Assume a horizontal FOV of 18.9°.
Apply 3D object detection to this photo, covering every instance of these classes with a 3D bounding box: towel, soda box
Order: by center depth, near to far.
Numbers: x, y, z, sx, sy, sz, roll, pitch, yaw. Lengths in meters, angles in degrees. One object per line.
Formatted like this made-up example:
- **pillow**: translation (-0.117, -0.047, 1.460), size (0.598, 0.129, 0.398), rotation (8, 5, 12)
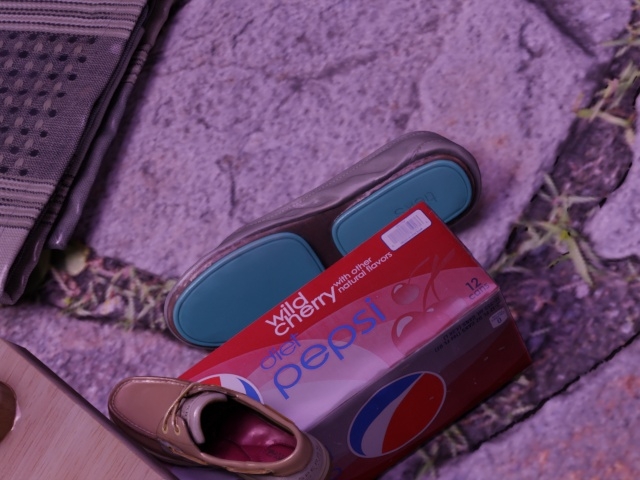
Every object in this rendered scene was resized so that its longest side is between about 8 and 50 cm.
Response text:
- **soda box**: translation (-0.014, 0.099, 1.093), size (0.263, 0.092, 0.083), rotation (-35, 54, -5)
- **towel**: translation (-0.281, -0.082, 1.370), size (0.324, 0.056, 0.312), rotation (5, 55, 27)

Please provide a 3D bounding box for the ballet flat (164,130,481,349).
- **ballet flat**: translation (0.000, 0.000, 1.189), size (0.213, 0.072, 0.068), rotation (-28, 23, 0)

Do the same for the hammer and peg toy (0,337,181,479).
- **hammer and peg toy**: translation (-0.191, 0.252, 0.964), size (0.266, 0.127, 0.361), rotation (35, 93, 39)

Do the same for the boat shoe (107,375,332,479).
- **boat shoe**: translation (-0.058, 0.096, 1.022), size (0.135, 0.045, 0.050), rotation (14, 65, 24)
